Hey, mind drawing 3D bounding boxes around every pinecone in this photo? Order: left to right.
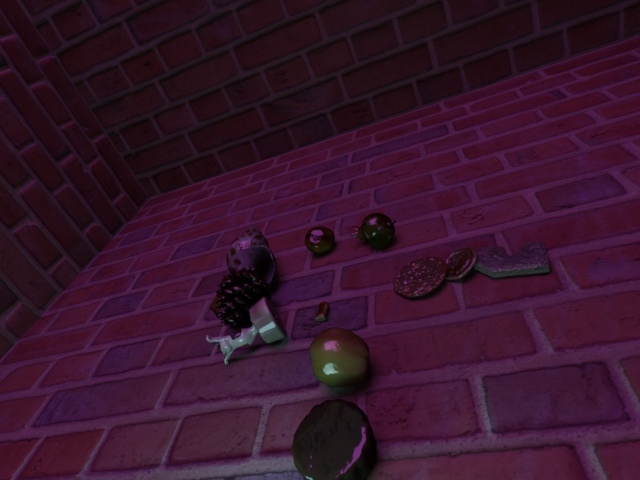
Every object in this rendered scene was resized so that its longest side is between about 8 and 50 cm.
[{"bbox_3d":[-0.321,0.232,1.768,0.224,0.224,0.272,11,71,46],"label":"pinecone"}]

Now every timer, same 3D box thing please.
[{"bbox_3d":[-0.283,0.356,1.639,0.266,0.175,0.175,-31,30,-2],"label":"timer"}]

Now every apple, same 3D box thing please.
[{"bbox_3d":[0.059,0.369,1.345,0.200,0.199,0.200,-18,30,11],"label":"apple"}]

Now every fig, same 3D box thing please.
[{"bbox_3d":[-0.002,-0.005,2.054,0.153,0.120,0.135,-16,63,-24],"label":"fig"}]

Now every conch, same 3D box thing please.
[{"bbox_3d":[-0.314,0.082,2.018,0.250,0.197,0.367,-8,76,15],"label":"conch"}]

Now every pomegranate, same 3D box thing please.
[{"bbox_3d":[0.241,-0.052,1.932,0.156,0.156,0.220,-36,22,-19],"label":"pomegranate"}]

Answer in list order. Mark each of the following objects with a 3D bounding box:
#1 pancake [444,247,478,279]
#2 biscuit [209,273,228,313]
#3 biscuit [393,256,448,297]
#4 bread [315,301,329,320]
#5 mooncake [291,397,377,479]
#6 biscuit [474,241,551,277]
[{"bbox_3d":[0.512,0.087,1.582,0.152,0.025,0.151,-36,26,21],"label":"pancake"},{"bbox_3d":[-0.422,0.243,1.936,0.229,0.176,0.031,-27,-16,28],"label":"biscuit"},{"bbox_3d":[0.377,0.137,1.622,0.220,0.033,0.219,-24,27,13],"label":"biscuit"},{"bbox_3d":[0.009,0.278,1.677,0.047,0.036,0.083,-19,30,27],"label":"bread"},{"bbox_3d":[0.041,0.546,1.134,0.229,0.124,0.228,-18,35,13],"label":"mooncake"},{"bbox_3d":[0.669,0.068,1.517,0.250,0.046,0.147,-8,33,26],"label":"biscuit"}]
